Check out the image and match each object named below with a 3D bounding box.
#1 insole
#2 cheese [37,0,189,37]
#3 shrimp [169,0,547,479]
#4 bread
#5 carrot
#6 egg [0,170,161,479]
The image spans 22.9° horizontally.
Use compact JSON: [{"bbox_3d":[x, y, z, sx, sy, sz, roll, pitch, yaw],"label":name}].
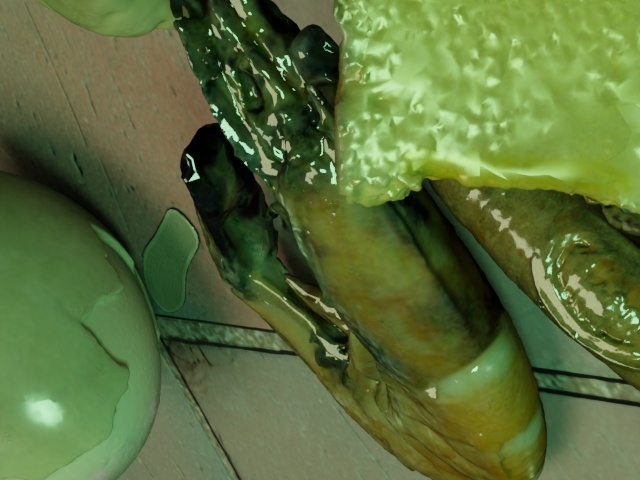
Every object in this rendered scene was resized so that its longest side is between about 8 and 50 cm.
[{"bbox_3d":[-0.120,0.018,1.264,0.053,0.002,0.152,47,151,8],"label":"insole"},{"bbox_3d":[-0.082,-0.213,0.792,0.093,0.159,0.263,46,149,24],"label":"cheese"},{"bbox_3d":[0.000,0.000,0.957,0.272,0.085,0.445,24,153,42],"label":"shrimp"},{"bbox_3d":[0.096,-0.076,0.742,0.160,0.169,0.140,2,99,10],"label":"bread"},{"bbox_3d":[0.185,0.060,0.817,0.342,0.070,0.070,45,151,10],"label":"carrot"},{"bbox_3d":[-0.266,0.091,1.270,0.336,0.278,0.278,35,148,38],"label":"egg"}]
